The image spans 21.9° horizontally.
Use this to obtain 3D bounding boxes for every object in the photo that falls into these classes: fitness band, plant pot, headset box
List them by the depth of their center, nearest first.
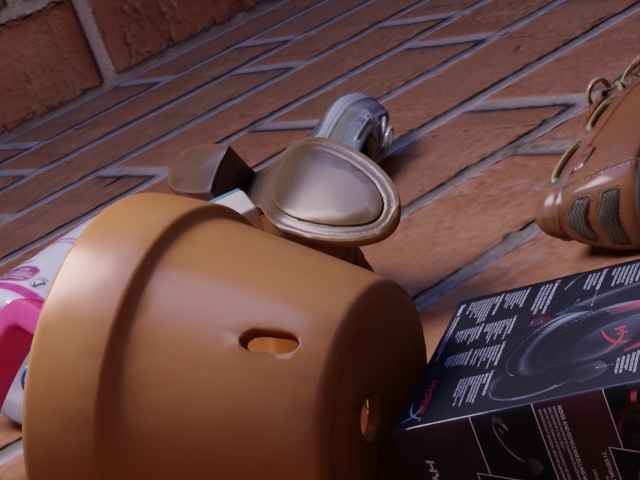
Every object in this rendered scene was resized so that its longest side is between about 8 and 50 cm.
[{"bbox_3d":[0.224,0.098,1.147,0.293,0.110,0.218,-15,17,23],"label":"headset box"},{"bbox_3d":[-0.050,0.115,1.205,0.203,0.291,0.291,4,26,25],"label":"plant pot"},{"bbox_3d":[-0.257,0.158,1.440,0.054,0.209,0.291,12,1,-26],"label":"fitness band"}]

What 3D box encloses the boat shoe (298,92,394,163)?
[{"bbox_3d":[0.027,-0.096,2.109,0.118,0.103,0.320,-65,-8,27],"label":"boat shoe"}]

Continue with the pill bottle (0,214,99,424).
[{"bbox_3d":[-0.243,0.067,1.793,0.160,0.160,0.283,-9,20,39],"label":"pill bottle"}]

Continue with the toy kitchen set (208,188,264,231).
[{"bbox_3d":[-0.119,0.036,1.599,0.122,0.207,0.166,-25,36,-12],"label":"toy kitchen set"}]

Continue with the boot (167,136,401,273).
[{"bbox_3d":[0.000,0.000,1.668,0.283,0.220,0.109,3,61,35],"label":"boot"}]

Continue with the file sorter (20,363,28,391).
[{"bbox_3d":[-0.197,0.155,1.541,0.118,0.104,0.170,-27,16,-19],"label":"file sorter"}]

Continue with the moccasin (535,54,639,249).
[{"bbox_3d":[0.320,-0.103,1.682,0.147,0.139,0.380,-2,33,31],"label":"moccasin"}]
